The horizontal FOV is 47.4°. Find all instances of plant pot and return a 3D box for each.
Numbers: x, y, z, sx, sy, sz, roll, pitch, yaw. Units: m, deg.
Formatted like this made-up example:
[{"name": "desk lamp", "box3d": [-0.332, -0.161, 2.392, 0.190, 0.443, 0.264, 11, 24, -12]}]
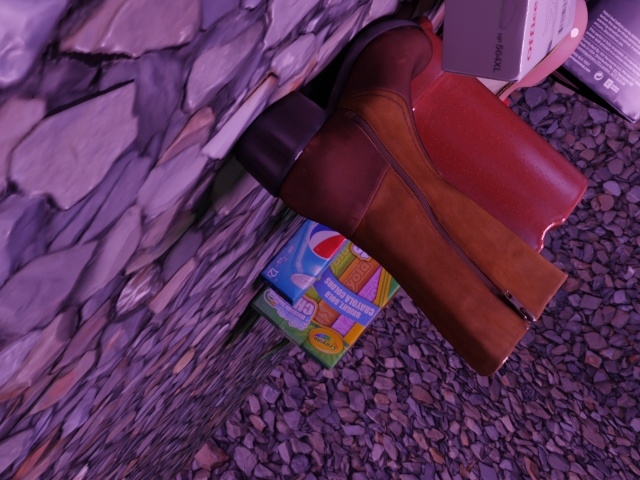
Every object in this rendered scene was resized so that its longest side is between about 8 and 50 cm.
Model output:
[{"name": "plant pot", "box3d": [0.147, -0.074, 0.866, 0.272, 0.265, 0.272, -50, 172, -9]}]

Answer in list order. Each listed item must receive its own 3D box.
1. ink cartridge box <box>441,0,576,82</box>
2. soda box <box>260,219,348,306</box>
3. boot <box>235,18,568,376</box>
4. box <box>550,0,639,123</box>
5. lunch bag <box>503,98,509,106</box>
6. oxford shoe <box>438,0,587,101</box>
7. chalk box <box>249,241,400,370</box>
[{"name": "ink cartridge box", "box3d": [0.201, -0.265, 0.742, 0.203, 0.086, 0.148, -41, 139, -47]}, {"name": "soda box", "box3d": [0.000, 0.000, 1.132, 0.210, 0.067, 0.071, -50, 173, -12]}, {"name": "boot", "box3d": [0.109, -0.057, 0.644, 0.264, 0.280, 0.096, -44, 170, -44]}, {"name": "box", "box3d": [0.479, -0.401, 1.177, 0.312, 0.179, 0.343, -52, -163, 16]}, {"name": "lunch bag", "box3d": [0.243, -0.139, 1.263, 0.258, 0.120, 0.293, -57, -178, 20]}, {"name": "oxford shoe", "box3d": [0.179, -0.221, 1.035, 0.147, 0.140, 0.397, 3, 144, -36]}, {"name": "chalk box", "box3d": [0.007, 0.106, 1.263, 0.289, 0.179, 0.180, -51, 173, 1]}]
